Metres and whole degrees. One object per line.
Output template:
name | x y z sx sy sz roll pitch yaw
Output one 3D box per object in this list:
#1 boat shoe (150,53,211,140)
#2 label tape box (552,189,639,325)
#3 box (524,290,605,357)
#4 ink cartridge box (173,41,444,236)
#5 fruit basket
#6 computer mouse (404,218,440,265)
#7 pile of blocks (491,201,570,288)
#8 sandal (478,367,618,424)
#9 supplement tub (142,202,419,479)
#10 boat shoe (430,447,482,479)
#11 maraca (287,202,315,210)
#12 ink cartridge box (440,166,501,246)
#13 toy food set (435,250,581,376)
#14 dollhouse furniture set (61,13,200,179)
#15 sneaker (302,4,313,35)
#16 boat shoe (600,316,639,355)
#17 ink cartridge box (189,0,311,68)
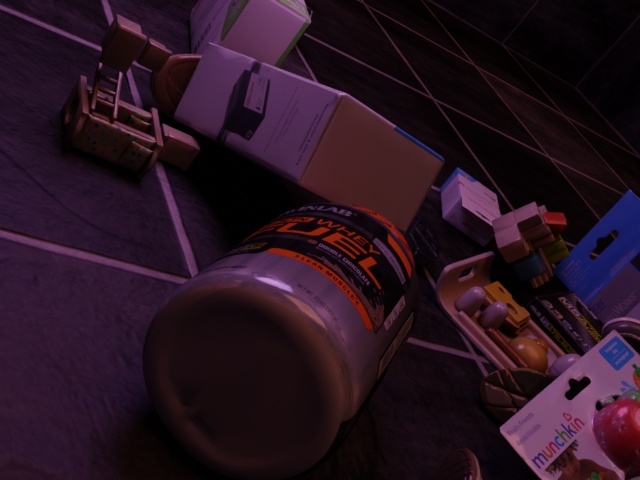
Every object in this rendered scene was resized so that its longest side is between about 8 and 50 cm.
boat shoe | -0.132 -0.218 1.417 0.342 0.123 0.123 5 15 -42
label tape box | 0.611 0.103 1.712 0.333 0.240 0.106 49 29 22
box | 0.474 0.177 1.632 0.184 0.045 0.190 -2 47 -51
ink cartridge box | -0.022 -0.142 1.245 0.223 0.129 0.307 24 5 -45
fruit basket | 0.445 0.298 1.168 0.327 0.165 0.353 -25 71 -42
computer mouse | 0.139 0.031 1.443 0.071 0.041 0.242 54 29 -7
pile of blocks | 0.413 0.004 1.673 0.148 0.113 0.362 67 19 5
sandal | 0.323 0.224 1.291 0.219 0.060 0.090 -3 72 -20
supplement tub | -0.018 0.082 0.938 0.207 0.207 0.338 41 25 3
boat shoe | 0.154 0.310 0.971 0.072 0.068 0.190 45 33 -17
maraca | 0.000 0.000 1.231 0.127 0.099 0.185 52 1 -16
ink cartridge box | 0.292 -0.059 1.755 0.104 0.061 0.181 34 25 -11
toy food set | 0.339 0.143 1.450 0.306 0.092 0.220 48 27 17
dollhouse furniture set | -0.208 -0.165 1.143 0.182 0.161 0.101 22 30 -31
sneaker | -0.088 -0.445 1.851 0.081 0.090 0.232 42 25 5
boat shoe | 0.535 0.266 1.403 0.335 0.112 0.095 55 34 -20
ink cartridge box | -0.130 -0.382 1.563 0.115 0.198 0.272 26 28 -26
